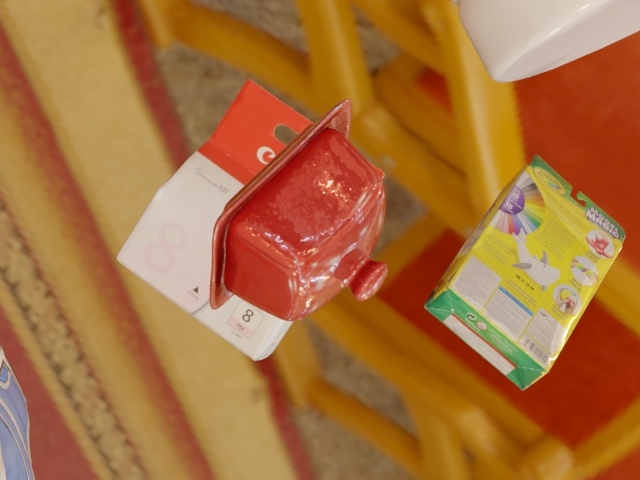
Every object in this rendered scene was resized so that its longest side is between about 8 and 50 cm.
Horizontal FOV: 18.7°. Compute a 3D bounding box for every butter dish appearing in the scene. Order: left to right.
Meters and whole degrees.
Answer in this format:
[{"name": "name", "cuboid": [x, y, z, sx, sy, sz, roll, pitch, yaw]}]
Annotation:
[{"name": "butter dish", "cuboid": [0.000, 0.000, 1.492, 0.160, 0.118, 0.160, -44, 164, -23]}]

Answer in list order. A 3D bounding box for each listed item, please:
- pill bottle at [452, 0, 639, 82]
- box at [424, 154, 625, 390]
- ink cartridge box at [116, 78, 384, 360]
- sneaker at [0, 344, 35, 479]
[{"name": "pill bottle", "cuboid": [0.063, -0.247, 0.836, 0.188, 0.334, 0.188, -26, 175, -3]}, {"name": "box", "cuboid": [0.164, 0.019, 1.519, 0.179, 0.105, 0.043, -52, -176, -38]}, {"name": "ink cartridge box", "cuboid": [-0.074, -0.022, 2.019, 0.232, 0.189, 0.066, -58, 167, 14]}, {"name": "sneaker", "cuboid": [-0.178, 0.052, 0.834, 0.080, 0.211, 0.081, -28, 147, 6]}]
